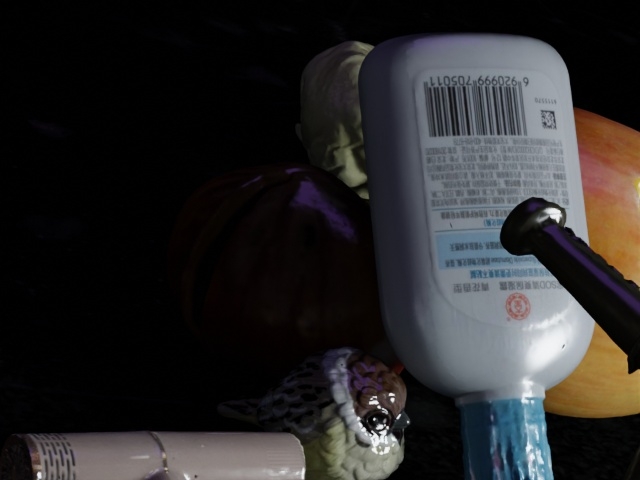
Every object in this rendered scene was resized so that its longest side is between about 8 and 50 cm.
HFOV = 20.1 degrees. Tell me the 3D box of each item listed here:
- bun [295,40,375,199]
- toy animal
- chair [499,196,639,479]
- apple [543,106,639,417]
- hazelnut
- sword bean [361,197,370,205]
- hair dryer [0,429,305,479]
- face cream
[{"bbox_3d":[0.072,-0.101,1.768,0.229,0.145,0.229,29,25,-15],"label":"bun"},{"bbox_3d":[-0.002,0.111,1.238,0.137,0.098,0.098,23,22,17],"label":"toy animal"},{"bbox_3d":[0.279,0.228,0.823,0.365,0.361,0.410,-3,32,-42],"label":"chair"},{"bbox_3d":[0.200,0.017,1.429,0.241,0.242,0.242,19,21,-4],"label":"apple"},{"bbox_3d":[-0.011,0.027,1.340,0.178,0.178,0.204,-3,30,-41],"label":"hazelnut"},{"bbox_3d":[0.037,-0.023,1.682,0.269,0.038,0.043,9,10,-21],"label":"sword bean"},{"bbox_3d":[-0.063,0.184,1.068,0.195,0.053,0.220,3,26,-33],"label":"hair dryer"},{"bbox_3d":[0.116,0.024,1.256,0.163,0.336,0.080,-2,-10,-23],"label":"face cream"}]
